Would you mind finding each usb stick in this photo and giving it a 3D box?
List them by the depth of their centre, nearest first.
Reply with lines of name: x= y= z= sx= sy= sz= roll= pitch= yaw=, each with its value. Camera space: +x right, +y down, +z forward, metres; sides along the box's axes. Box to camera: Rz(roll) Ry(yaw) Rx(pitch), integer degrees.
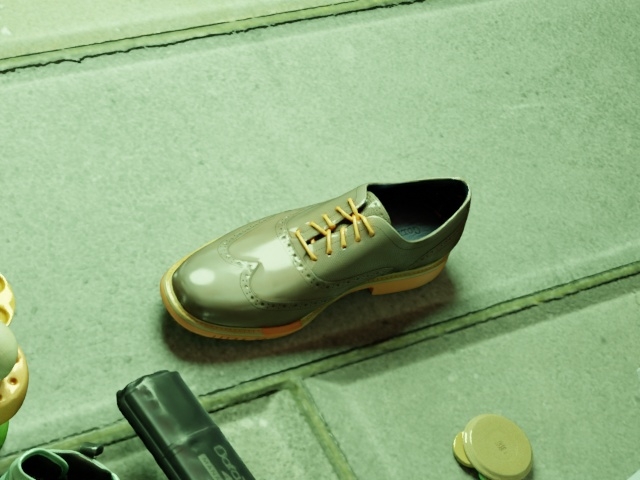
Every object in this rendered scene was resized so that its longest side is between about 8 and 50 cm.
usb stick: x=-0.086 y=0.233 z=1.504 sx=0.077 sy=0.045 sz=0.278 roll=-17 pitch=63 yaw=-49

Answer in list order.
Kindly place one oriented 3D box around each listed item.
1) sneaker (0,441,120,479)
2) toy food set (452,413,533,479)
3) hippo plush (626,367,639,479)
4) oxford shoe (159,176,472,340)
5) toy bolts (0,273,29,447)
sneaker: x=-0.284 y=0.215 z=1.386 sx=0.255 sy=0.151 sz=0.094 roll=9 pitch=39 yaw=-2
toy food set: x=0.182 y=0.217 z=1.717 sx=0.082 sy=0.020 sz=0.083 roll=42 pitch=48 yaw=9
hippo plush: x=0.426 y=0.251 z=1.725 sx=0.236 sy=0.234 sz=0.294 roll=-4 pitch=68 yaw=-65
oxford shoe: x=0.000 y=0.000 z=1.720 sx=0.363 sy=0.133 sz=0.130 roll=-18 pitch=65 yaw=-35
toy bolts: x=-0.365 y=0.060 z=1.481 sx=0.228 sy=0.158 sz=0.218 roll=15 pitch=50 yaw=-15
